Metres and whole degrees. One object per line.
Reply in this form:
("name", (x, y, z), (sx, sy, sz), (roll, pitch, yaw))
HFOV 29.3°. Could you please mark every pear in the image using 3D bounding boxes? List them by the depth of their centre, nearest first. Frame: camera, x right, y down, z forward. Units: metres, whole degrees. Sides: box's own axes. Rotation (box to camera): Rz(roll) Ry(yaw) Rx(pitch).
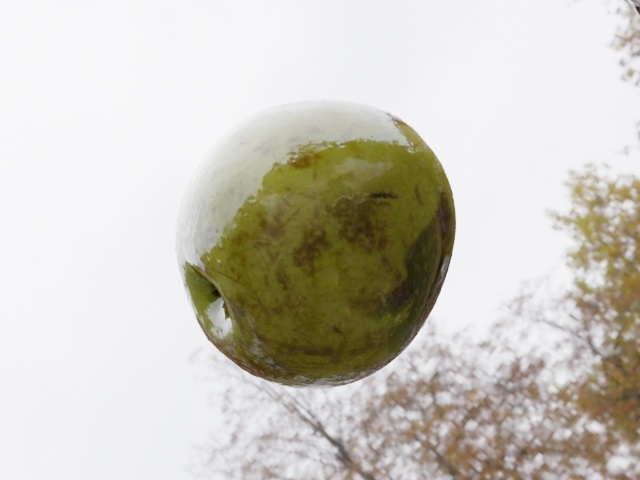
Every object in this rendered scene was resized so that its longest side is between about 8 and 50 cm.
("pear", (0.000, 0.000, 1.161), (0.283, 0.283, 0.284), (-18, -55, -29))

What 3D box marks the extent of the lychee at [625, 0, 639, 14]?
("lychee", (0.215, -0.226, 0.599), (0.275, 0.304, 0.276), (-38, -16, -13))
